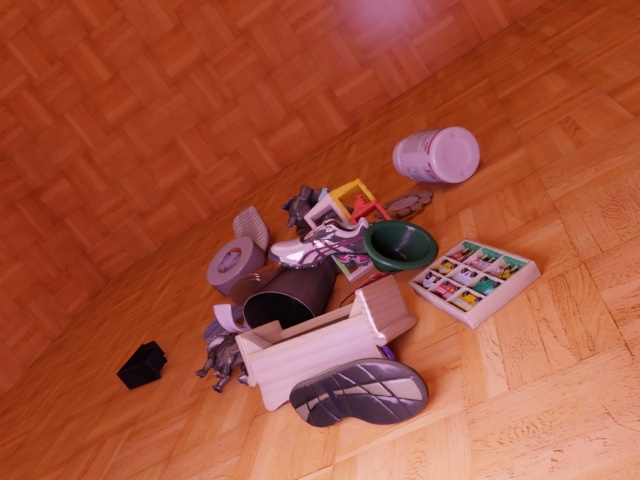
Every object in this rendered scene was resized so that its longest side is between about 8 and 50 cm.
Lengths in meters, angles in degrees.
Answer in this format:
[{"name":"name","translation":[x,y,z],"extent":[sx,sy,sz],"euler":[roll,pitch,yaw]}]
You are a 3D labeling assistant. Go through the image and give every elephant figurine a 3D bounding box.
[{"name":"elephant figurine","translation":[-0.060,-0.104,2.356],"extent":[0.239,0.186,0.170],"euler":[159,117,-70]}]

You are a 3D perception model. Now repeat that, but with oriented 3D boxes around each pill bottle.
[{"name":"pill bottle","translation":[0.336,-0.253,1.900],"extent":[0.160,0.160,0.283],"euler":[-39,17,-12]}]

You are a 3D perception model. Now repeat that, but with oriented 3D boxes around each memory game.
[{"name":"memory game","translation":[0.246,-0.105,1.876],"extent":[0.186,0.012,0.186],"euler":[-21,16,6]}]

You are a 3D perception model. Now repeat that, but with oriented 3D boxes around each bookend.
[{"name":"bookend","translation":[-0.551,0.389,2.053],"extent":[0.156,0.072,0.157],"euler":[-25,19,31]}]

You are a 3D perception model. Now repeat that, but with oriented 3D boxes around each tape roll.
[{"name":"tape roll","translation":[-0.306,0.091,2.280],"extent":[0.219,0.072,0.219],"euler":[-28,37,23]}]

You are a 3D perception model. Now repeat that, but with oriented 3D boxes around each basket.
[{"name":"basket","translation":[-0.059,0.139,1.629],"extent":[0.204,0.154,0.227],"euler":[-1,27,26]}]

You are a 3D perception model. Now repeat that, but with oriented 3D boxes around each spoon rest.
[{"name":"spoon rest","translation":[-0.172,0.195,1.696],"extent":[0.137,0.084,0.276],"euler":[-7,-2,33]}]

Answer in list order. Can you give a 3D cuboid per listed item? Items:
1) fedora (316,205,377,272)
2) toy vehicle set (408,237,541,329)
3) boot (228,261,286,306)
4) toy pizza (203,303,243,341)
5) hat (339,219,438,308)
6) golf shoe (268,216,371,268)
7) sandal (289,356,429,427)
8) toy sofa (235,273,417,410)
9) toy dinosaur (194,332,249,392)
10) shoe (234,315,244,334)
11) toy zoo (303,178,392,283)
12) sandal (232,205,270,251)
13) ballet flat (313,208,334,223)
[{"name":"fedora","translation":[0.061,-0.017,1.859],"extent":[0.243,0.124,0.275],"euler":[-35,16,0]},{"name":"toy vehicle set","translation":[0.299,0.078,1.273],"extent":[0.166,0.035,0.267],"euler":[-37,16,-6]},{"name":"boot","translation":[-0.139,0.094,1.970],"extent":[0.283,0.109,0.220],"euler":[-34,8,14]},{"name":"toy pizza","translation":[-0.275,0.250,1.959],"extent":[0.201,0.032,0.201],"euler":[-32,16,10]},{"name":"hat","translation":[0.170,0.069,1.575],"extent":[0.208,0.184,0.173],"euler":[11,42,4]},{"name":"golf shoe","translation":[0.000,0.000,1.614],"extent":[0.272,0.120,0.105],"euler":[-4,27,0]},{"name":"sandal","translation":[0.062,0.258,1.122],"extent":[0.302,0.120,0.086],"euler":[-20,9,44]},{"name":"toy sofa","translation":[0.014,0.217,1.321],"extent":[0.362,0.177,0.150],"euler":[-25,-5,33]},{"name":"toy dinosaur","translation":[-0.212,0.286,1.581],"extent":[0.313,0.121,0.160],"euler":[-26,32,44]},{"name":"shoe","translation":[-0.172,0.254,1.714],"extent":[0.076,0.058,0.219],"euler":[-15,12,-23]},{"name":"toy zoo","translation":[0.083,-0.045,1.730],"extent":[0.192,0.030,0.293],"euler":[-35,58,0]},{"name":"sandal","translation":[-0.258,-0.007,2.505],"extent":[0.169,0.102,0.416],"euler":[-36,31,15]},{"name":"ballet flat","translation":[0.008,-0.088,1.883],"extent":[0.114,0.041,0.041],"euler":[-31,16,34]}]
